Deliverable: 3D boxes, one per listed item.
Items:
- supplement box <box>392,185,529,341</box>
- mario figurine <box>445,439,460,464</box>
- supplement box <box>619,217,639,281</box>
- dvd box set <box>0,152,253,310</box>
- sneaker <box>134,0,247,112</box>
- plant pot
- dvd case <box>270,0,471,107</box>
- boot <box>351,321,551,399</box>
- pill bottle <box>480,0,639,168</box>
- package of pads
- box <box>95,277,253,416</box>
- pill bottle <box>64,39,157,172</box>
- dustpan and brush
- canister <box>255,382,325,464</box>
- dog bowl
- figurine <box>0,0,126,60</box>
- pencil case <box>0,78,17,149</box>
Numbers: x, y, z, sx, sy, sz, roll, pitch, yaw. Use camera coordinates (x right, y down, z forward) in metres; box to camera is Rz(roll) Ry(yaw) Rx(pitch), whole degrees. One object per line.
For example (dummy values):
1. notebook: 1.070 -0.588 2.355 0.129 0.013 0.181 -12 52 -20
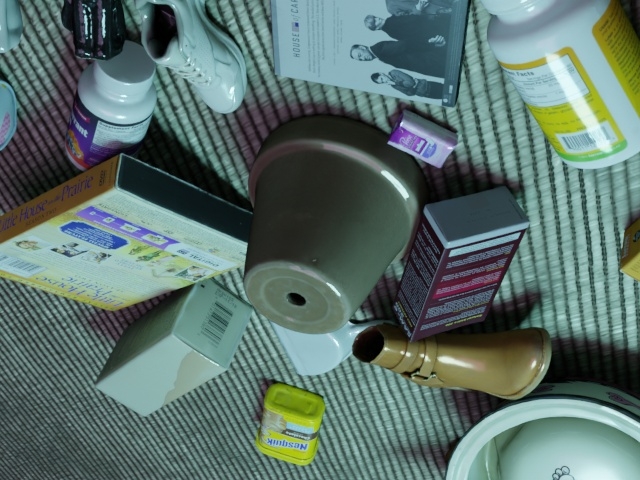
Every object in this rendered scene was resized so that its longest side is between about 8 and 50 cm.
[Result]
1. supplement box: 0.192 0.037 1.322 0.130 0.073 0.239 -13 144 -20
2. mario figurine: 0.261 0.534 1.702 0.198 0.320 0.170 -19 125 39
3. supplement box: 0.469 -0.030 1.162 0.080 0.078 0.233 25 140 -3
4. dvd box set: -0.323 0.005 1.492 0.420 0.062 0.308 -20 148 39
5. sneaker: -0.174 -0.240 1.184 0.090 0.115 0.232 -5 134 29
6. plant pot: 0.000 0.000 1.292 0.263 0.229 0.263 13 141 11
7. dvd case: 0.056 -0.256 1.132 0.239 0.029 0.179 13 140 12
8. boot: 0.196 0.167 1.442 0.220 0.109 0.283 18 164 -21
9. pill bottle: 0.265 -0.207 1.008 0.136 0.136 0.245 -16 127 37
10. package of pads: 0.135 -0.133 1.232 0.083 0.032 0.050 26 138 -5
11. box: -0.270 0.195 1.701 0.121 0.148 0.311 37 140 -18
12. pill bottle: -0.289 -0.184 1.307 0.108 0.108 0.193 27 140 -6
13. dustpan and brush: 0.030 0.161 1.604 0.211 0.060 0.147 -5 121 38
14. canister: -0.059 0.362 1.849 0.126 0.073 0.170 17 139 6
15. dog bowl: 0.416 0.401 1.517 0.408 0.150 0.408 8 113 21
16. figurine: -0.350 -0.339 1.152 0.215 0.092 0.209 2 132 -8
17. pencil case: -0.599 -0.207 1.417 0.273 0.113 0.124 10 161 12
